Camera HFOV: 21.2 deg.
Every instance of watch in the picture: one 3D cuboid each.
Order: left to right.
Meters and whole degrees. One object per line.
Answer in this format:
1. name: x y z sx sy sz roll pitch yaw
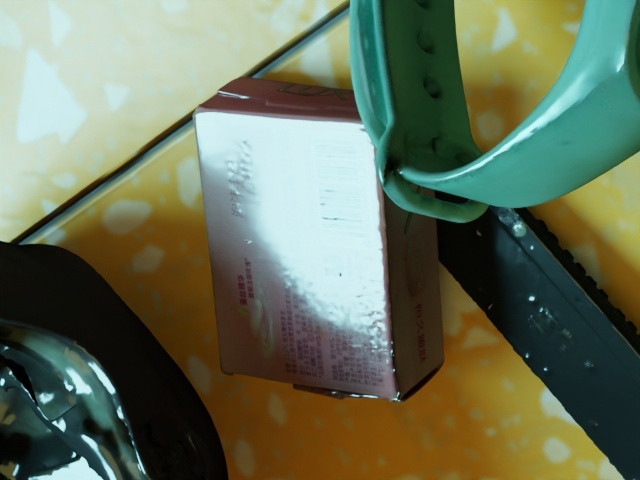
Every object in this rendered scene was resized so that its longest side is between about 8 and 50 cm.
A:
1. watch: 0.088 -0.122 0.712 0.195 0.068 0.237 12 91 51

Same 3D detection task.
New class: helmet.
1. helmet: -0.156 0.125 0.907 0.225 0.177 0.305 -35 99 21

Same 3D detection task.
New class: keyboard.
1. keyboard: 0.121 0.043 0.842 0.195 0.018 0.060 50 126 6

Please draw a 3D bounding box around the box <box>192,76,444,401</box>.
1. box: 0.000 0.000 0.856 0.111 0.060 0.156 7 109 29
